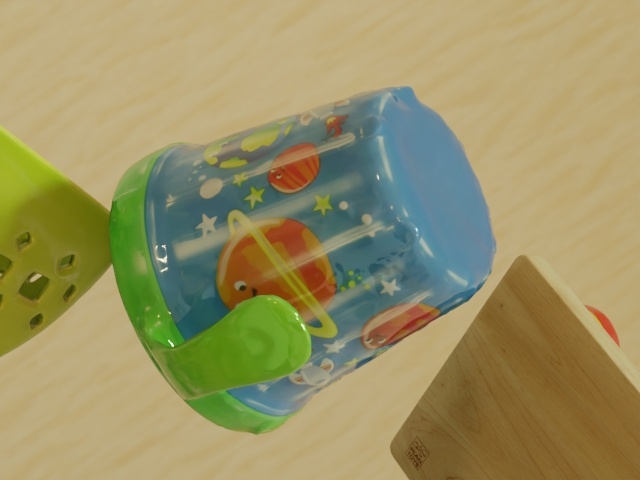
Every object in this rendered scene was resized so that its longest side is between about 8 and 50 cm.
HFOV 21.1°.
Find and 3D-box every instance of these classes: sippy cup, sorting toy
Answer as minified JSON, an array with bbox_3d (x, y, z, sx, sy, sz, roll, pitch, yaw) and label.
[{"bbox_3d":[0.000,0.000,1.286,0.240,0.224,0.305,37,37,-45],"label":"sippy cup"},{"bbox_3d":[0.215,0.188,1.515,0.089,0.255,0.257,-1,43,-41],"label":"sorting toy"}]

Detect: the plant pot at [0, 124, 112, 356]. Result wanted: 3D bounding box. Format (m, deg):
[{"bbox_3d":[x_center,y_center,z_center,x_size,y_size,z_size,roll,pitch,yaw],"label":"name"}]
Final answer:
[{"bbox_3d":[-0.333,-0.007,1.394,0.227,0.207,0.228,25,-13,45],"label":"plant pot"}]
